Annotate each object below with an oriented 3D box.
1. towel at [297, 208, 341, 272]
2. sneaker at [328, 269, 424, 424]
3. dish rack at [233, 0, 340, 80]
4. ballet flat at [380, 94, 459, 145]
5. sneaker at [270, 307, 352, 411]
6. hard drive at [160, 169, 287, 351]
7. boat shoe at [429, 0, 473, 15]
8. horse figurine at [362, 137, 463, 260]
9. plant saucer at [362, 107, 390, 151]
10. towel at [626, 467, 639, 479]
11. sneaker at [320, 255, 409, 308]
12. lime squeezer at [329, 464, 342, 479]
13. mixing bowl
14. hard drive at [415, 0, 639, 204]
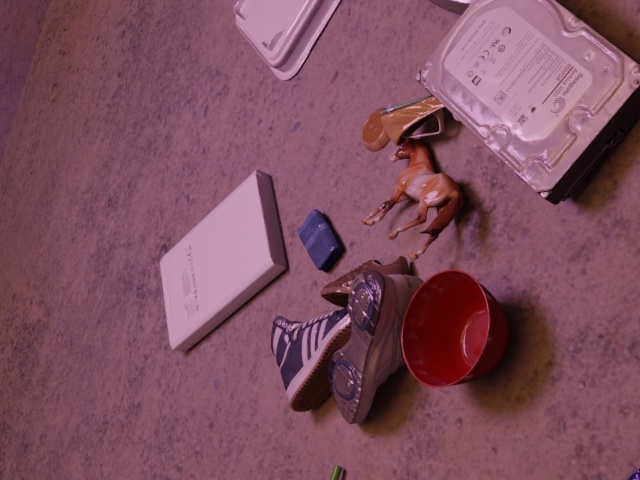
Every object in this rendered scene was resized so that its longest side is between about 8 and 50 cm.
[{"bbox_3d":[0.000,0.000,2.125,0.067,0.029,0.119,-53,41,24],"label":"towel"},{"bbox_3d":[0.100,0.182,1.871,0.111,0.129,0.297,53,136,45],"label":"sneaker"},{"bbox_3d":[-0.062,-0.530,2.379,0.333,0.072,0.285,-56,40,18],"label":"dish rack"},{"bbox_3d":[0.210,-0.222,1.917,0.232,0.080,0.073,-21,86,33],"label":"ballet flat"},{"bbox_3d":[0.009,0.155,1.997,0.282,0.099,0.153,-52,44,29],"label":"sneaker"},{"bbox_3d":[-0.207,0.046,2.350,0.353,0.047,0.233,-40,48,36],"label":"hard drive"},{"bbox_3d":[0.268,-0.426,1.929,0.227,0.079,0.081,19,85,46],"label":"boat shoe"},{"bbox_3d":[0.165,-0.069,1.902,0.174,0.066,0.263,-47,31,-2],"label":"horse figurine"},{"bbox_3d":[0.102,-0.205,2.090,0.083,0.015,0.083,-23,59,44],"label":"plant saucer"},{"bbox_3d":[0.390,0.411,1.321,0.308,0.076,0.227,-57,49,18],"label":"towel"},{"bbox_3d":[0.082,0.072,1.982,0.188,0.066,0.071,-9,52,44],"label":"sneaker"},{"bbox_3d":[-0.036,0.529,1.958,0.310,0.059,0.110,-56,11,23],"label":"lime squeezer"},{"bbox_3d":[0.220,0.143,1.740,0.181,0.098,0.181,-23,58,44],"label":"mixing bowl"},{"bbox_3d":[0.319,-0.243,1.734,0.237,0.064,0.339,-51,53,16],"label":"hard drive"}]
